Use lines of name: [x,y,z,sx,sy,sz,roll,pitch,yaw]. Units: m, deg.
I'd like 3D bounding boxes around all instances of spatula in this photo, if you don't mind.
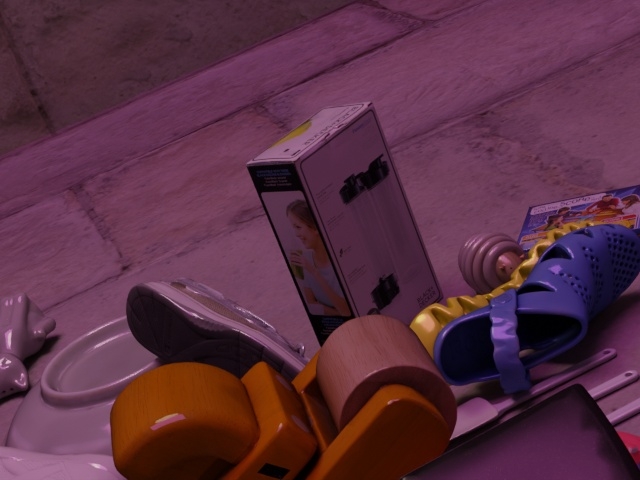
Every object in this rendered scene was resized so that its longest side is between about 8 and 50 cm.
spatula: [0.241,0.183,1.499,0.242,0.019,0.168,-26,21,-11]

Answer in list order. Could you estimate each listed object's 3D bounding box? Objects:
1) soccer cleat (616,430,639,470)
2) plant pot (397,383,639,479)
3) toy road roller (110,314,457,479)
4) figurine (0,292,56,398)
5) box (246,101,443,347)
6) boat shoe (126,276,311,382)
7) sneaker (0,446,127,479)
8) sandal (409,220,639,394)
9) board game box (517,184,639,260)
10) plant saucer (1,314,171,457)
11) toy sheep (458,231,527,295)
soccer cleat: [0.201,0.243,1.329,0.248,0.095,0.083,-14,23,-20]
plant pot: [0.194,0.265,1.148,0.188,0.187,0.167,-26,33,-11]
toy road roller: [-0.055,0.189,1.369,0.329,0.240,0.202,-48,21,7]
figurine: [-0.520,0.189,2.134,0.215,0.092,0.209,-17,30,9]
box: [0.036,-0.011,1.785,0.087,0.290,0.169,0,31,43]
boat shoe: [-0.097,0.132,1.715,0.320,0.118,0.103,26,31,32]
sneaker: [-0.374,0.324,1.625,0.293,0.108,0.169,-9,21,26]
sandal: [0.256,0.084,1.583,0.317,0.126,0.138,-33,26,-23]
board game box: [0.364,-0.021,1.847,0.201,0.035,0.136,-11,24,24]
plant saucer: [-0.252,0.184,1.854,0.401,0.100,0.400,-18,21,7]
toy sheep: [0.218,0.031,1.790,0.091,0.091,0.132,-31,23,-23]
